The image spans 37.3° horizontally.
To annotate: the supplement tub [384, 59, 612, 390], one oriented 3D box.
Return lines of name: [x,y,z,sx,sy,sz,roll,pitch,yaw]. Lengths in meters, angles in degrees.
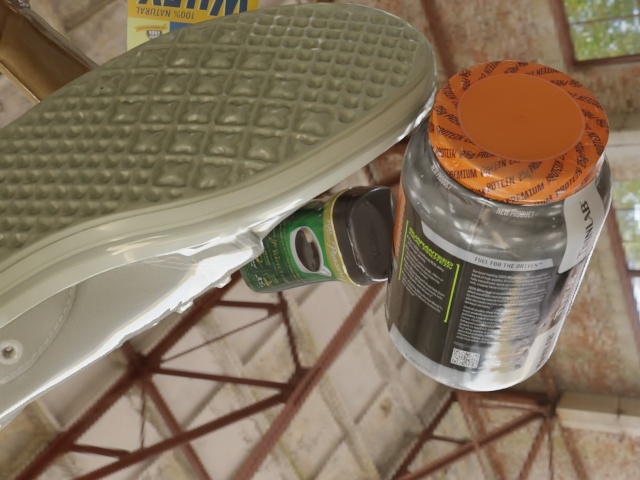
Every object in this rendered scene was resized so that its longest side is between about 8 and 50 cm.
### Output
supplement tub: [0.101,-0.005,0.560,0.190,0.117,0.117,92,-157,-52]

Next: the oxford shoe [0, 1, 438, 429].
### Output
oxford shoe: [-0.128,-0.003,0.575,0.449,0.169,0.130,-32,-42,-8]

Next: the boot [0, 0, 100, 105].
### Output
boot: [-0.350,-0.259,1.248,0.269,0.089,0.236,40,-135,-22]

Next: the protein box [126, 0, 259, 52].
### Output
protein box: [-0.132,-0.316,1.036,0.201,0.136,0.200,-98,13,-62]

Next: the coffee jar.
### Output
coffee jar: [0.000,0.000,0.941,0.079,0.184,0.096,-26,-75,-45]
